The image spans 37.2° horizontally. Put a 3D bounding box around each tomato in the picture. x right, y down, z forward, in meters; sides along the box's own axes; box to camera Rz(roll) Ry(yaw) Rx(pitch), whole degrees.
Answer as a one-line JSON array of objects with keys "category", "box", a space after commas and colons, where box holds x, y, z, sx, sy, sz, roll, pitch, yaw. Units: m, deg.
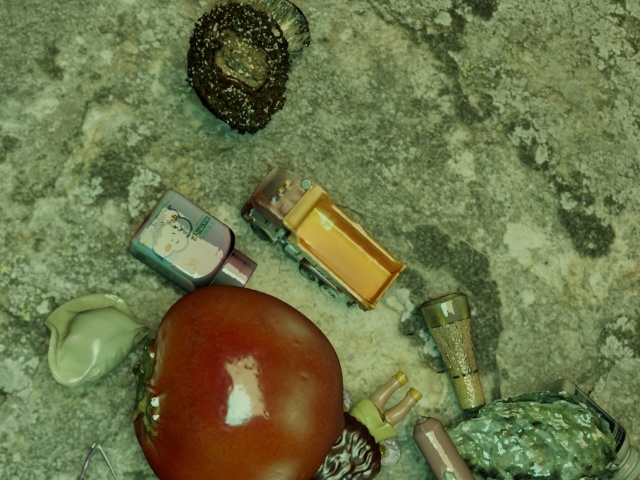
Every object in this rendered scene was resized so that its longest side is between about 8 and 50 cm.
[{"category": "tomato", "box": [-0.116, 0.224, 1.377, 0.321, 0.321, 0.322, 4, 74, -15]}]

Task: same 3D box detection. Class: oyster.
[{"category": "oyster", "box": [0.337, 0.340, 1.540, 0.198, 0.267, 0.112, 59, 30, -11]}]

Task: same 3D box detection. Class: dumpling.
[{"category": "dumpling", "box": [-0.356, 0.141, 1.445, 0.134, 0.100, 0.169, 40, 66, 11]}]

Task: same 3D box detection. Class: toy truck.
[{"category": "toy truck", "box": [0.000, 0.000, 1.566, 0.270, 0.135, 0.114, 41, 69, -2]}]

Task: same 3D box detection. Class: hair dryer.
[{"category": "hair dryer", "box": [0.234, 0.428, 1.462, 0.125, 0.210, 0.352, -33, 83, 12]}]

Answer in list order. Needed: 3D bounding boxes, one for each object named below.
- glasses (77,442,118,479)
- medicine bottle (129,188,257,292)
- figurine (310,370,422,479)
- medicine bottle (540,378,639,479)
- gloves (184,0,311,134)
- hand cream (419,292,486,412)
[{"category": "glasses", "box": [-0.314, 0.382, 1.407, 0.103, 0.062, 0.140, 22, 71, -11]}, {"category": "medicine bottle", "box": [-0.199, 0.018, 1.525, 0.188, 0.094, 0.119, 34, 70, -5]}, {"category": "figurine", "box": [0.055, 0.309, 1.507, 0.240, 0.116, 0.175, -41, 90, -22]}, {"category": "medicine bottle", "box": [0.452, 0.333, 1.621, 0.191, 0.107, 0.107, 42, 68, -2]}, {"category": "gloves", "box": [-0.129, -0.301, 1.611, 0.210, 0.135, 0.312, 48, 45, -21]}, {"category": "hand cream", "box": [0.235, 0.193, 1.616, 0.084, 0.084, 0.203, -15, 84, -20]}]
